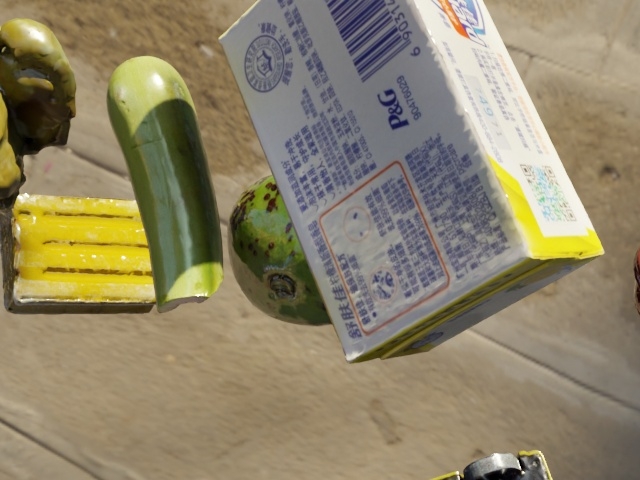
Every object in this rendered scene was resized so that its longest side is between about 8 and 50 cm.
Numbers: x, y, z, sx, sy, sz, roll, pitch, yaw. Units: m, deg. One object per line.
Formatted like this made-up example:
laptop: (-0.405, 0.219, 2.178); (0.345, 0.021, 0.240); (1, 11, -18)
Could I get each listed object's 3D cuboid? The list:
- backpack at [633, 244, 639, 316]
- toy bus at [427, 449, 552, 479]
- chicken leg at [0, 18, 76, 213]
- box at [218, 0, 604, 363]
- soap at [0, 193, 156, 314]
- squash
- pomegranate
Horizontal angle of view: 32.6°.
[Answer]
backpack: (0.437, 0.043, 1.144); (0.229, 0.139, 0.229); (-5, 57, 8)
toy bus: (0.099, 0.345, 1.161); (0.331, 0.151, 0.145); (-18, 62, 2)
chicken leg: (-0.307, -0.072, 0.543); (0.429, 0.152, 0.202); (24, 103, 36)
box: (0.052, -0.070, 0.735); (0.168, 0.097, 0.265); (-37, 67, 37)
soap: (-0.317, 0.023, 1.552); (0.257, 0.080, 0.160); (3, 69, -30)
squash: (-0.141, -0.055, 1.004); (0.083, 0.083, 0.250); (-17, 74, 9)
pomegranate: (0.000, 0.000, 1.556); (0.254, 0.270, 0.254); (12, 117, 24)
